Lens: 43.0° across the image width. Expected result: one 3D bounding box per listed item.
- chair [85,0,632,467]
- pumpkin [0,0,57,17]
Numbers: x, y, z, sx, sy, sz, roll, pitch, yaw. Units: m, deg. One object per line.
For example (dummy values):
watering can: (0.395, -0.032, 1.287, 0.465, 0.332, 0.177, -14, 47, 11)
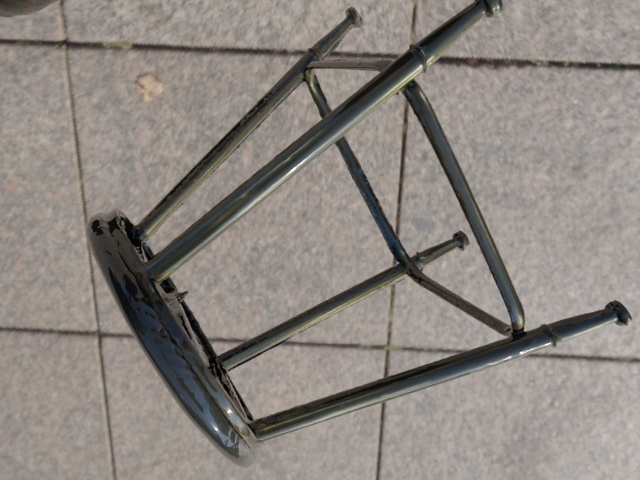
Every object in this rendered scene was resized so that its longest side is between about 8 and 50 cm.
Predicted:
chair: (0.000, 0.000, 0.867, 0.410, 0.365, 0.361, -32, 110, -8)
pumpkin: (-0.428, -0.456, 1.110, 0.321, 0.320, 0.192, -22, 151, 12)
